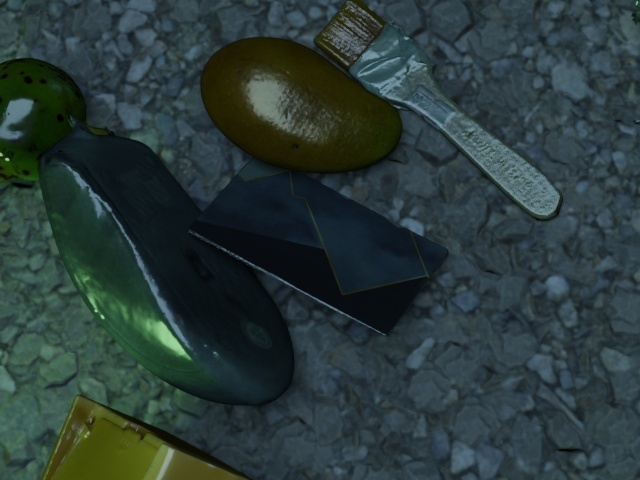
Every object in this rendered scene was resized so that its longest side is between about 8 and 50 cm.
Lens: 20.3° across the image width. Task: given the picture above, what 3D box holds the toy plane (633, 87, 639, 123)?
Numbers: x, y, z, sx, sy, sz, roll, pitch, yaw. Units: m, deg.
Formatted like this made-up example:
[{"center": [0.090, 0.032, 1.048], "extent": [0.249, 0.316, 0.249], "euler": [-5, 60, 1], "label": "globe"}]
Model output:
[{"center": [0.377, -0.142, 1.927], "extent": [0.078, 0.024, 0.084], "euler": [-38, 76, 17], "label": "toy plane"}]

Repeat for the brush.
[{"center": [0.135, -0.140, 1.956], "extent": [0.336, 0.020, 0.085], "euler": [41, 86, 12], "label": "brush"}]

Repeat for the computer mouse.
[{"center": [-0.177, 0.033, 1.877], "extent": [0.122, 0.188, 0.371], "euler": [-38, 83, 24], "label": "computer mouse"}]

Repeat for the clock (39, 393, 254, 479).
[{"center": [-0.207, 0.341, 1.786], "extent": [0.200, 0.244, 0.317], "euler": [36, 81, -33], "label": "clock"}]

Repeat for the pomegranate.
[{"center": [-0.312, -0.132, 1.955], "extent": [0.169, 0.122, 0.143], "euler": [8, 51, 11], "label": "pomegranate"}]

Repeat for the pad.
[{"center": [0.000, 0.000, 1.901], "extent": [0.243, 0.004, 0.163], "euler": [27, 44, 11], "label": "pad"}]

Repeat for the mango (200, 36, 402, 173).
[{"center": [-0.023, -0.142, 1.941], "extent": [0.228, 0.099, 0.136], "euler": [22, 79, 1], "label": "mango"}]

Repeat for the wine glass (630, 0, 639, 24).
[{"center": [0.447, -0.221, 1.898], "extent": [0.222, 0.103, 0.103], "euler": [30, 83, 14], "label": "wine glass"}]
